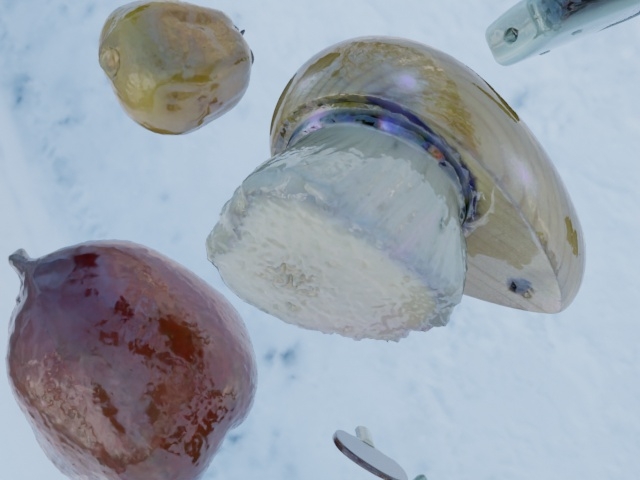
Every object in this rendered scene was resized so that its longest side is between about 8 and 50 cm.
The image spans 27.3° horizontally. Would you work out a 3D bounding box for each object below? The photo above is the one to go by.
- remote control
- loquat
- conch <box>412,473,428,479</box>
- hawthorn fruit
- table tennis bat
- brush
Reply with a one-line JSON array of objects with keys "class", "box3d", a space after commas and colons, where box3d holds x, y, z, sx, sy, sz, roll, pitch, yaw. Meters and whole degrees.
[{"class": "remote control", "box3d": [0.304, -0.244, 1.238, 0.296, 0.056, 0.140, -23, 1, -15]}, {"class": "loquat", "box3d": [-0.125, -0.158, 1.155, 0.137, 0.137, 0.113, -123, 33, -43]}, {"class": "conch", "box3d": [0.048, 0.244, 0.913, 0.137, 0.114, 0.234, -49, 33, 22]}, {"class": "hawthorn fruit", "box3d": [-0.209, 0.142, 1.479, 0.295, 0.311, 0.295, -13, 37, 10]}, {"class": "table tennis bat", "box3d": [0.050, 0.217, 1.367, 0.013, 0.087, 0.156, -60, 4, 4]}, {"class": "brush", "box3d": [0.070, -0.006, 0.909, 0.174, 0.267, 0.166, -41, 21, 50]}]
